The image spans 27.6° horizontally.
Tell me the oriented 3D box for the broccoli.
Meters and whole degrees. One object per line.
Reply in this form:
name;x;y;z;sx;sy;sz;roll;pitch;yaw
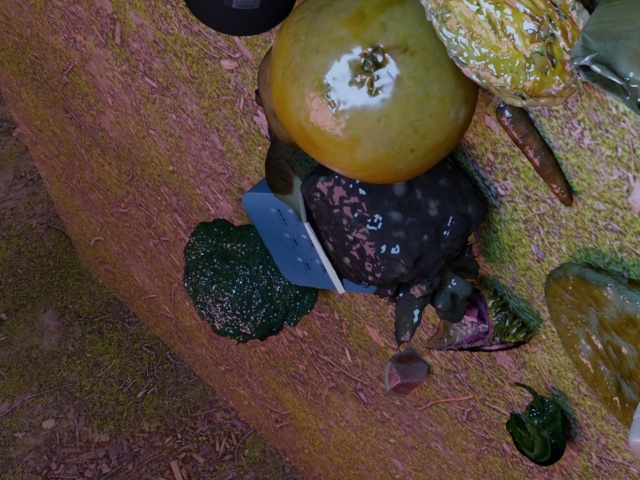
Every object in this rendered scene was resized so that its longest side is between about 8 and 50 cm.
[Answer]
broccoli;-0.145;0.080;2.666;0.295;0.265;0.245;20;-173;4

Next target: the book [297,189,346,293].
book;0.000;0.000;1.981;0.127;0.014;0.181;62;-175;-18

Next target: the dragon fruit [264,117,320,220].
dragon fruit;0.005;-0.113;2.113;0.295;0.130;0.268;37;151;36

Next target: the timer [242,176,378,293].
timer;-0.008;-0.008;2.379;0.250;0.091;0.231;16;139;53

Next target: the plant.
plant;0.127;-0.007;1.878;0.312;0.215;0.213;59;164;-6

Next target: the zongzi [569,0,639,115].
zongzi;0.468;-0.109;1.054;0.418;0.181;0.447;43;162;-24

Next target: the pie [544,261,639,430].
pie;0.416;0.147;1.734;0.323;0.070;0.323;46;160;22

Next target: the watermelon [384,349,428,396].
watermelon;0.161;0.261;2.470;0.072;0.085;0.092;-144;43;-58

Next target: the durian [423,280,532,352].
durian;0.259;0.117;2.027;0.187;0.119;0.108;-17;73;57

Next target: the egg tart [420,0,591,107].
egg tart;0.214;-0.261;1.430;0.252;0.098;0.232;42;152;16

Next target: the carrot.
carrot;0.274;-0.110;1.645;0.165;0.036;0.036;53;161;-10

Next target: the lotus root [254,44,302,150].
lotus root;-0.013;-0.217;1.893;0.182;0.183;0.310;56;160;-11

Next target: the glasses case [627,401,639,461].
glasses case;0.514;0.316;1.673;0.131;0.070;0.313;-1;139;43

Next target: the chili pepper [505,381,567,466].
chili pepper;0.359;0.302;2.134;0.122;0.065;0.279;41;163;17

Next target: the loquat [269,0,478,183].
loquat;0.066;-0.199;1.607;0.263;0.263;0.263;44;159;21

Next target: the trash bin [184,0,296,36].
trash bin;-0.097;-0.412;1.689;0.214;0.214;0.334;49;168;8
